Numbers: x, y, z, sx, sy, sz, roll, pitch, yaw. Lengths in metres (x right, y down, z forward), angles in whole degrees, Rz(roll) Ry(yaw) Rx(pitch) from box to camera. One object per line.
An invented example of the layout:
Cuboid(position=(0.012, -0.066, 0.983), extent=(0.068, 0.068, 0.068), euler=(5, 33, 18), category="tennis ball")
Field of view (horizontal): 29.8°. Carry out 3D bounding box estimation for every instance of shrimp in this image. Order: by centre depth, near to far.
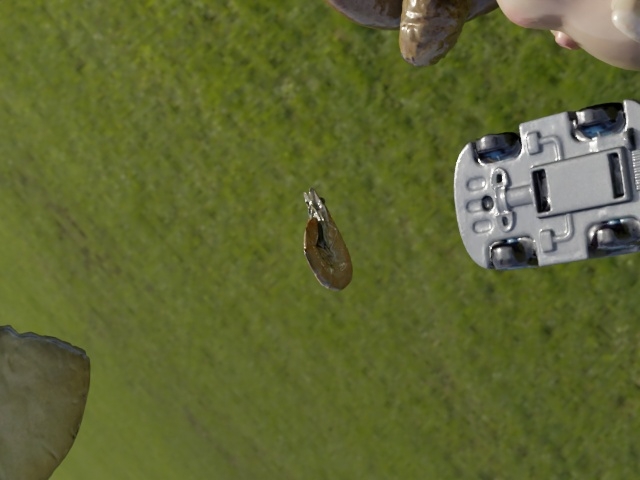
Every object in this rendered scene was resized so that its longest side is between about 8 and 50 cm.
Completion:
Cuboid(position=(0.000, 0.000, 1.204), extent=(0.023, 0.059, 0.108), euler=(-28, 83, 41), category="shrimp")

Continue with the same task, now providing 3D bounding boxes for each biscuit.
Cuboid(position=(-0.301, 0.141, 0.990), extent=(0.040, 0.265, 0.188), euler=(-23, 95, 48), category="biscuit")

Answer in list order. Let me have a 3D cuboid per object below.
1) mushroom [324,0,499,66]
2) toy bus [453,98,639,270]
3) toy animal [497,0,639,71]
Cuboid(position=(0.125, -0.412, 1.491), extent=(0.239, 0.345, 0.345), euler=(26, 152, 42), category="mushroom")
Cuboid(position=(0.231, -0.045, 1.054), extent=(0.209, 0.136, 0.126), euler=(-12, 84, 44), category="toy bus")
Cuboid(position=(0.258, -0.251, 1.036), extent=(0.277, 0.345, 0.247), euler=(-9, 102, 33), category="toy animal")
